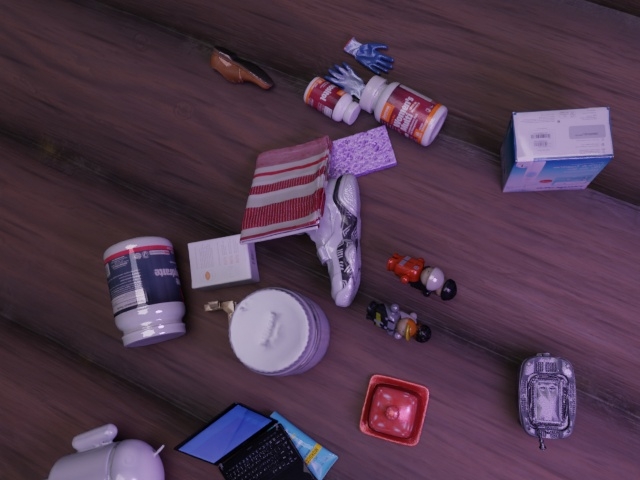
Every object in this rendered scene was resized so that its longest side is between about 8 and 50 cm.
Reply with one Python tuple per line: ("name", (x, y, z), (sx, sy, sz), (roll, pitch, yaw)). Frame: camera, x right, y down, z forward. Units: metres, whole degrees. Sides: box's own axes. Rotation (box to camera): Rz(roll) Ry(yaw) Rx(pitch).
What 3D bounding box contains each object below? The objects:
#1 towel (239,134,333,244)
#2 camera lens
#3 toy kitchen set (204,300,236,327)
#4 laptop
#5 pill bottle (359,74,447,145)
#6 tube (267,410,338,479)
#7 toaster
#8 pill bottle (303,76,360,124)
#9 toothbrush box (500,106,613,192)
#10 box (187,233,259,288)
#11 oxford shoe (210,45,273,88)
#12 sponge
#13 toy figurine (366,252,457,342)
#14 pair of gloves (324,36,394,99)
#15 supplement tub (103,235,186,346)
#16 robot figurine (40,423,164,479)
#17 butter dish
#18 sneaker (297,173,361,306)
("towel", (-0.092, -0.141, 1.716), (0.237, 0.037, 0.328), (-12, 46, 22))
("camera lens", (-0.098, 0.234, 1.629), (0.220, 0.274, 0.219), (-2, 80, 9))
("toy kitchen set", (-0.279, 0.207, 1.773), (0.083, 0.068, 0.075), (-8, 79, 9))
("laptop", (-0.194, 0.568, 1.632), (0.234, 0.137, 0.264), (-39, 75, 18))
("pill bottle", (0.225, -0.360, 1.759), (0.221, 0.121, 0.121), (31, 86, 14))
("tube", (-0.058, 0.536, 1.689), (0.207, 0.052, 0.080), (37, 99, 10))
("toaster", (0.542, 0.388, 1.554), (0.129, 0.146, 0.226), (0, 79, 11))
("pill bottle", (0.035, -0.393, 1.817), (0.152, 0.086, 0.086), (32, 87, 13))
("toothbrush box", (0.569, -0.215, 1.583), (0.217, 0.295, 0.126), (-1, 81, 9))
("box", (-0.269, 0.063, 1.785), (0.171, 0.091, 0.130), (-9, 79, 8))
("oxford shoe", (-0.235, -0.496, 1.903), (0.212, 0.076, 0.076), (31, 117, 12))
("sponge", (0.098, -0.238, 1.806), (0.210, 0.031, 0.117), (-16, 77, 6))
("toy figurine", (0.235, 0.153, 1.617), (0.148, 0.213, 0.209), (23, 84, 27))
("pair of gloves", (0.114, -0.497, 1.855), (0.159, 0.023, 0.198), (35, 88, 12))
("supplement tub", (-0.478, 0.140, 1.757), (0.191, 0.191, 0.272), (-16, 78, 7))
("robot figurine", (-0.563, 0.638, 1.677), (0.354, 0.200, 0.299), (-15, 86, 7))
("butter dish", (0.184, 0.434, 1.624), (0.160, 0.118, 0.159), (13, 83, 12))
("sneaker", (0.000, 0.000, 1.731), (0.210, 0.137, 0.365), (-2, 75, 11))
